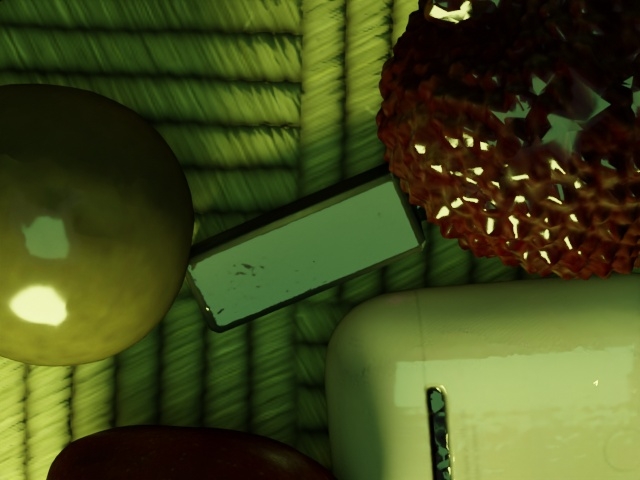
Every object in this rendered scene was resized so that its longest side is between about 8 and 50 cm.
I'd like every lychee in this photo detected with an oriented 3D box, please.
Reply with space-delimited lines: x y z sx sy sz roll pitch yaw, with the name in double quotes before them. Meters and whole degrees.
"lychee" 0.204 -0.113 1.571 0.306 0.306 0.330 -43 121 6

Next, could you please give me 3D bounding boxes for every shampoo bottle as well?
"shampoo bottle" 0.000 0.000 1.686 0.246 0.080 0.079 -23 101 3

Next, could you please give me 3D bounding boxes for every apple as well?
"apple" -0.108 0.295 1.620 0.317 0.288 0.288 15 102 34

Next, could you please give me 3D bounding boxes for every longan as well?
"longan" -0.236 -0.016 1.600 0.258 0.258 0.258 0 100 -1

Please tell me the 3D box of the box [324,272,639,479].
"box" 0.183 0.178 1.691 0.349 0.141 0.288 -5 102 0
